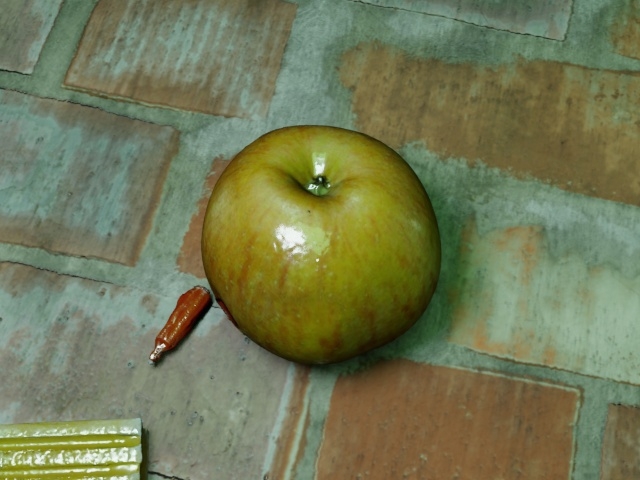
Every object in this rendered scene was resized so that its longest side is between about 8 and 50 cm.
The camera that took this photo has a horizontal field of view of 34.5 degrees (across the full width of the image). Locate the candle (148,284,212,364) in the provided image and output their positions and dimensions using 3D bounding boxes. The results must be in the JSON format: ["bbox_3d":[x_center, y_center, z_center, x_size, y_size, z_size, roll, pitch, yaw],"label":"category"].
[{"bbox_3d":[-0.246,0.144,1.750,0.053,0.048,0.162,49,60,-24],"label":"candle"}]

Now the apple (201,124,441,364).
[{"bbox_3d":[0.000,0.000,1.658,0.401,0.333,0.400,0,66,1],"label":"apple"}]

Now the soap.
[{"bbox_3d":[-0.413,0.371,1.620,0.274,0.089,0.173,-2,63,-1],"label":"soap"}]
